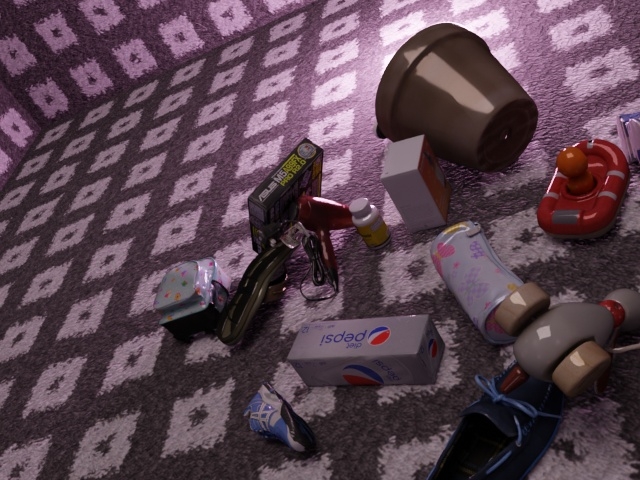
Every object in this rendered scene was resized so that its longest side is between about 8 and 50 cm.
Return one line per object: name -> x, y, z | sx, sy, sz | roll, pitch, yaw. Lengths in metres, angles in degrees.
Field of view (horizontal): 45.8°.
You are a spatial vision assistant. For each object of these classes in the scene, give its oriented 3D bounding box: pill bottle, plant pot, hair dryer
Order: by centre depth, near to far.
pill bottle -> 0.111, -0.040, 1.731 | 0.065, 0.116, 0.065 | -22, 34, 16
plant pot -> 0.338, -0.303, 1.758 | 0.323, 0.323, 0.280 | -39, 51, -9
hair dryer -> 0.000, 0.000, 1.762 | 0.293, 0.223, 0.080 | -41, 3, -36

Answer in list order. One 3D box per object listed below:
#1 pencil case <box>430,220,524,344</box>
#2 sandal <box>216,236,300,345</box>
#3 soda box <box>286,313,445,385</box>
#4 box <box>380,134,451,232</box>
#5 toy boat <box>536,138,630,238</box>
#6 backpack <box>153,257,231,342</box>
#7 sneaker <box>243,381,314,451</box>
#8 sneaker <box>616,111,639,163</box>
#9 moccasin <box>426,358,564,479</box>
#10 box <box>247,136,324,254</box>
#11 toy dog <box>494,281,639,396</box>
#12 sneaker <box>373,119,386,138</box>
pencil case -> 0.306, 0.074, 1.425 | 0.124, 0.114, 0.273 | -48, 30, 17
sandal -> -0.136, 0.119, 1.765 | 0.120, 0.086, 0.302 | -2, 54, 59
soda box -> 0.084, 0.213, 1.449 | 0.287, 0.091, 0.098 | -8, 39, 32
box -> 0.218, -0.127, 1.705 | 0.091, 0.170, 0.130 | -13, 39, 28
toy boat -> 0.505, -0.120, 1.477 | 0.151, 0.151, 0.231 | 1, 46, 40
backpack -> -0.306, 0.129, 1.839 | 0.166, 0.144, 0.188 | -23, 31, 24
sneaker -> -0.080, 0.349, 1.435 | 0.081, 0.080, 0.211 | -45, 25, -8
sneaker -> 0.678, -0.205, 1.423 | 0.182, 0.127, 0.315 | -17, 15, 14
moccasin -> 0.274, 0.297, 1.160 | 0.138, 0.116, 0.342 | 5, 48, 43
box -> -0.082, -0.093, 1.842 | 0.060, 0.270, 0.216 | 34, 67, 15
toy dog -> 0.385, 0.163, 1.163 | 0.161, 0.334, 0.220 | -57, 37, 32
sneaker -> 0.251, -0.338, 2.033 | 0.217, 0.079, 0.121 | -36, 32, -8
